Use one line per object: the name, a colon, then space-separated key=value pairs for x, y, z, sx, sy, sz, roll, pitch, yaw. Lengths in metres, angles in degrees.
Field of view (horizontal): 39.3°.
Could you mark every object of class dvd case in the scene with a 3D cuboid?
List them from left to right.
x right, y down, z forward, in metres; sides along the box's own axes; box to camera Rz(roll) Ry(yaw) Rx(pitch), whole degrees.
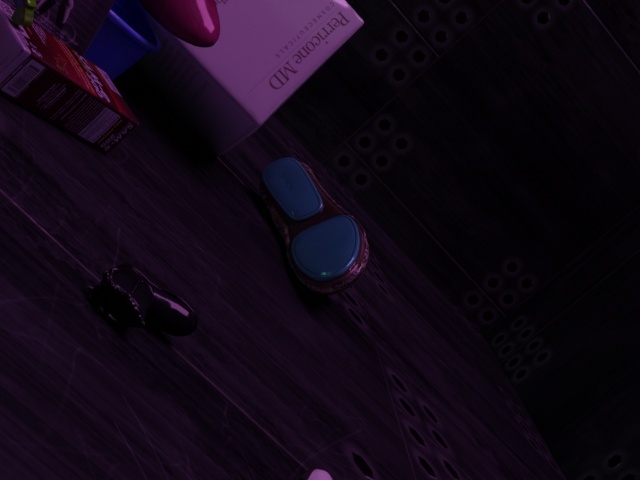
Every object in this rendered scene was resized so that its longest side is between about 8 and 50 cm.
dvd case: x=-0.396 y=-0.363 z=1.339 sx=0.018 sy=0.221 sz=0.164 roll=10 pitch=-21 yaw=43

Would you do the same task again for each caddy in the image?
caddy: x=-0.417 y=-0.419 z=1.505 sx=0.341 sy=0.179 sz=0.241 roll=43 pitch=12 yaw=-33

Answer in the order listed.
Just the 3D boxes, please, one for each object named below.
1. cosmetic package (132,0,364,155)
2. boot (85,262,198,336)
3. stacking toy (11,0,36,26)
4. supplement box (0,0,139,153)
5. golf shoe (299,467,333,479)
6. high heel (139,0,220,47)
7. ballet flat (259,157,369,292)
cosmetic package: x=-0.196 y=-0.444 z=1.835 sx=0.393 sy=0.329 sz=0.327 roll=46 pitch=-18 yaw=-10
boot: x=-0.190 y=0.072 z=0.966 sx=0.121 sy=0.045 sz=0.099 roll=40 pitch=8 yaw=-6
stacking toy: x=-0.436 y=-0.369 z=1.083 sx=0.167 sy=0.052 sz=0.221 roll=-16 pitch=91 yaw=-68
supplement box: x=-0.373 y=-0.226 z=1.248 sx=0.130 sy=0.073 sz=0.239 roll=54 pitch=10 yaw=29
golf shoe: x=0.043 y=0.305 z=0.943 sx=0.077 sy=0.094 sz=0.198 roll=39 pitch=12 yaw=-39
high heel: x=-0.248 y=-0.503 z=1.499 sx=0.127 sy=0.181 sz=0.377 roll=-14 pitch=62 yaw=-38
ballet flat: x=0.000 y=0.000 z=1.855 sx=0.182 sy=0.164 sz=0.482 roll=67 pitch=-5 yaw=-37
